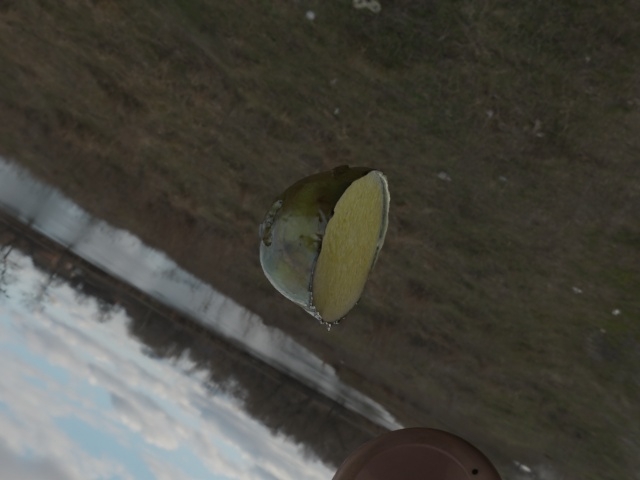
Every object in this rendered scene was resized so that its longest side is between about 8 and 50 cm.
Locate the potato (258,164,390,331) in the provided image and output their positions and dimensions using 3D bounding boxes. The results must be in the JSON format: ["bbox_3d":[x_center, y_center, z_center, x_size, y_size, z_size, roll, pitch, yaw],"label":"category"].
[{"bbox_3d":[0.000,0.000,0.675,0.081,0.164,0.200,19,-179,21],"label":"potato"}]

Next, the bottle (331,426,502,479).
[{"bbox_3d":[0.123,0.324,0.706,0.206,0.173,0.296,-94,-16,-51],"label":"bottle"}]
